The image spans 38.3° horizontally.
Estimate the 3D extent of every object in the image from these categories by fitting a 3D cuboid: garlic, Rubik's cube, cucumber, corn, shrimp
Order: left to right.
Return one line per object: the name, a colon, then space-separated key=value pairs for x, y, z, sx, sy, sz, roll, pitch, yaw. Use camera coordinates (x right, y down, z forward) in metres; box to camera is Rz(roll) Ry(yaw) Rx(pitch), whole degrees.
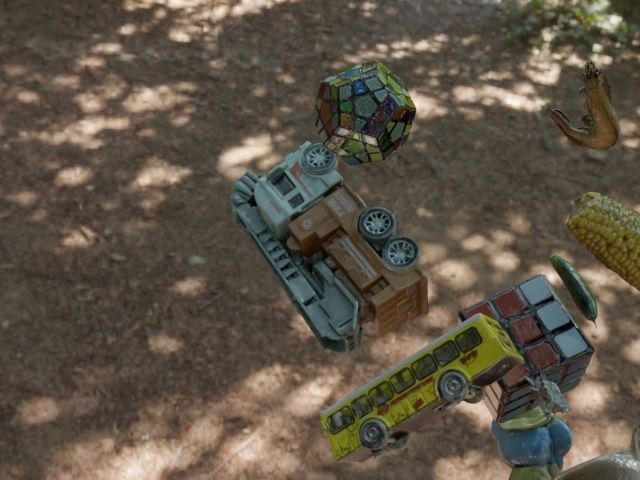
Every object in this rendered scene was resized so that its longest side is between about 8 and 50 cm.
Rubik's cube: x=0.055 y=-0.161 z=1.164 sx=0.133 sy=0.112 sz=0.133 roll=-15 pitch=26 yaw=7
Rubik's cube: x=0.323 y=0.176 z=1.495 sx=0.160 sy=0.162 sz=0.163 roll=-24 pitch=59 yaw=-8
cucumber: x=0.484 y=0.089 z=1.738 sx=0.039 sy=0.039 sz=0.168 roll=-9 pitch=56 yaw=-27
shrimp: x=0.440 y=-0.228 z=1.555 sx=0.124 sy=0.178 sz=0.034 roll=10 pitch=50 yaw=45
garlic: x=0.491 y=0.432 z=1.548 sx=0.266 sy=0.148 sz=0.128 roll=-35 pitch=10 yaw=4
corn: x=0.500 y=0.039 z=1.350 sx=0.310 sy=0.101 sz=0.101 roll=34 pitch=31 yaw=-7

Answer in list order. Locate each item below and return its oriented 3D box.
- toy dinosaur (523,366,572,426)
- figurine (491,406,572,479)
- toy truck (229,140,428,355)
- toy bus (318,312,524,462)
toy dinosaur: x=0.336 y=0.230 z=1.357 sx=0.039 sy=0.209 sz=0.082 roll=-29 pitch=65 yaw=6
figurine: x=0.428 y=0.445 z=1.908 sx=0.153 sy=0.262 sz=0.180 roll=7 pitch=12 yaw=-10
toy truck: x=0.000 y=0.000 z=1.354 sx=0.184 sy=0.133 sz=0.338 roll=-33 pitch=62 yaw=-12
toy bus: x=0.108 y=0.167 z=1.007 sx=0.081 sy=0.226 sz=0.074 roll=21 pitch=37 yaw=-60
